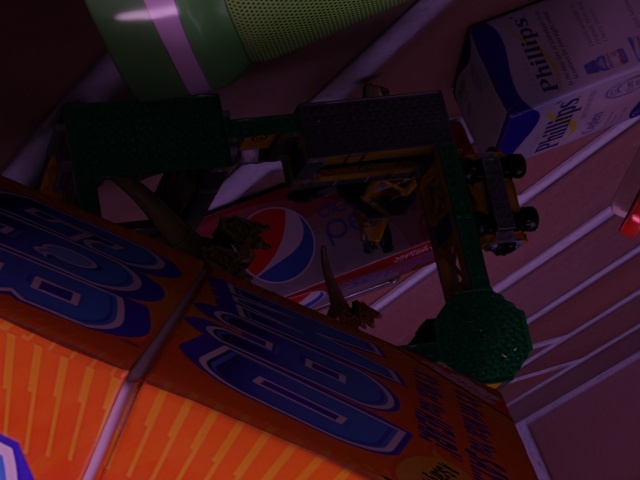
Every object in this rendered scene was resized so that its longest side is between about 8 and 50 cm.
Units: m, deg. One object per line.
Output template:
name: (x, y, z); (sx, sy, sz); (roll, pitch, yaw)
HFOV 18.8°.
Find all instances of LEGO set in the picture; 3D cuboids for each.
LEGO set: (-0.043, 0.033, 1.213); (0.331, 0.255, 0.192); (-14, 164, -20)

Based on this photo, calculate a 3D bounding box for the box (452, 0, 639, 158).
box: (0.171, -0.118, 1.340); (0.137, 0.072, 0.126); (-21, 166, -7)

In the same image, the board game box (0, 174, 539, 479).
board game box: (-0.134, 0.190, 0.888); (0.356, 0.356, 0.356); (-83, -164, -84)

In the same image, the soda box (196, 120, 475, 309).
soda box: (0.000, 0.000, 1.487); (0.263, 0.083, 0.092); (-21, 167, -11)

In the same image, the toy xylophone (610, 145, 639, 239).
toy xylophone: (0.301, -0.138, 1.295); (0.236, 0.081, 0.322); (-57, 172, -40)

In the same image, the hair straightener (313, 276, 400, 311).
hair straightener: (-0.027, 0.062, 1.754); (0.230, 0.047, 0.089); (-28, 165, 20)

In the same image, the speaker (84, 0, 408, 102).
speaker: (0.036, -0.166, 0.829); (0.296, 0.131, 0.131); (-23, 166, 1)
